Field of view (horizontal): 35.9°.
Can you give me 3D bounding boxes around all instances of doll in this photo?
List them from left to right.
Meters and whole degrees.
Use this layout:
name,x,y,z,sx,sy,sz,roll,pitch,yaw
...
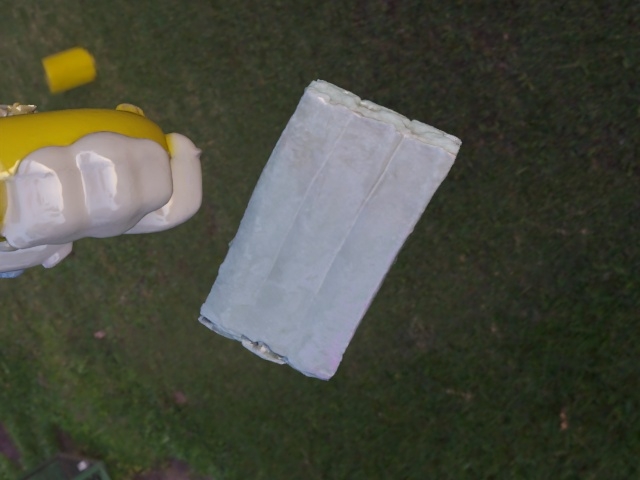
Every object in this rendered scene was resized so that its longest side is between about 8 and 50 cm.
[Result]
name,x,y,z,sx,sy,sz,roll,pitch,yaw
doll,-0.197,-0.030,0.609,0.237,0.252,0.111,-125,26,-80

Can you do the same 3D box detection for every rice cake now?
name,x,y,z,sx,sy,sz,roll,pitch,yaw
rice cake,0.000,0.000,0.693,0.124,0.038,0.211,24,115,4
